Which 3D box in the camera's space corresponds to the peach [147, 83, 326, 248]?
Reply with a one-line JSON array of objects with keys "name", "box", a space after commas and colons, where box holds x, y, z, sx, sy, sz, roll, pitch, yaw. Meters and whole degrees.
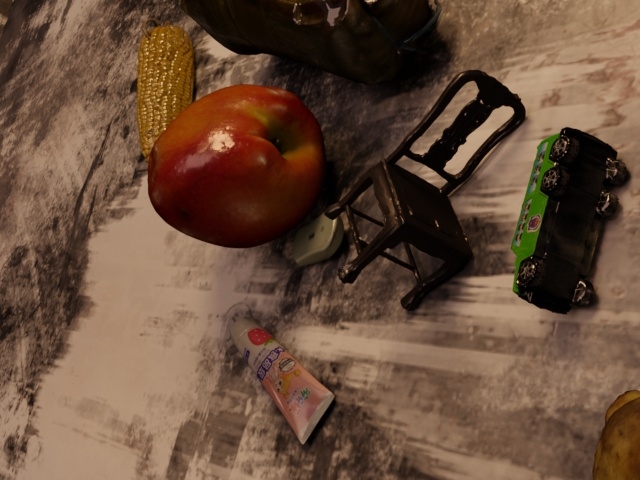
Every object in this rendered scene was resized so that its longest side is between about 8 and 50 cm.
[{"name": "peach", "box": [-0.110, -0.086, 1.141, 0.243, 0.243, 0.199, -23, 95, 43]}]

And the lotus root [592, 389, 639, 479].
[{"name": "lotus root", "box": [0.254, 0.171, 0.621, 0.138, 0.138, 0.214, -59, 25, 10]}]

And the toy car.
[{"name": "toy car", "box": [0.216, -0.016, 0.819, 0.062, 0.071, 0.165, -6, 65, 67]}]

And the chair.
[{"name": "chair", "box": [0.119, -0.050, 0.927, 0.229, 0.106, 0.113, -45, 40, 28]}]

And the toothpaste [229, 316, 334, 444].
[{"name": "toothpaste", "box": [-0.051, 0.158, 1.083, 0.067, 0.043, 0.194, -57, 42, 7]}]

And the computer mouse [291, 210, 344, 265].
[{"name": "computer mouse", "box": [0.000, 0.000, 1.113, 0.110, 0.032, 0.055, -29, 47, 53]}]

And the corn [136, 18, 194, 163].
[{"name": "corn", "box": [-0.260, -0.250, 1.530, 0.106, 0.106, 0.293, -36, 47, 35]}]

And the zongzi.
[{"name": "zongzi", "box": [0.054, -0.415, 1.170, 0.432, 0.208, 0.403, -55, 41, -5]}]
